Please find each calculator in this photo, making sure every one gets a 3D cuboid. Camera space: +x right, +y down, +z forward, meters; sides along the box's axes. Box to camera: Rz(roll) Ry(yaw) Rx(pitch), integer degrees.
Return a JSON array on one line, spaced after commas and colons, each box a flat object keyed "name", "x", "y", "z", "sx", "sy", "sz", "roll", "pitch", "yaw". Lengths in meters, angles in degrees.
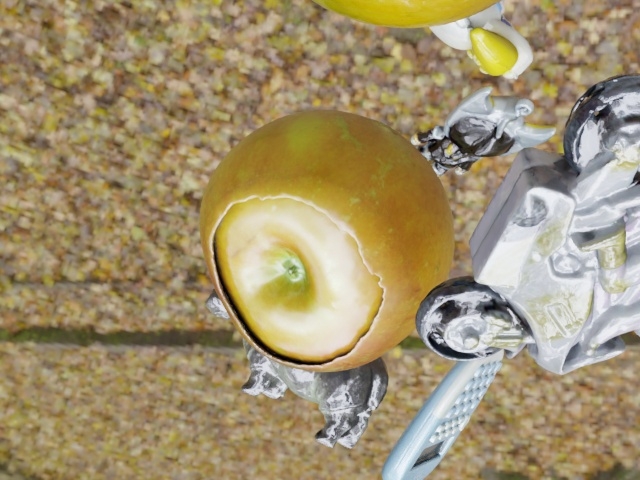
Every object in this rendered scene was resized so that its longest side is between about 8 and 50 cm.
[{"name": "calculator", "x": 0.167, "y": 0.267, "z": 1.362, "sx": 0.042, "sy": 0.303, "sz": 0.188, "roll": 38, "pitch": -167, "yaw": 22}]

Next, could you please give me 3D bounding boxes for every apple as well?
[{"name": "apple", "x": 0.000, "y": 0.000, "z": 0.856, "sx": 0.237, "sy": 0.237, "sz": 0.207, "roll": -15, "pitch": -175, "yaw": 39}]

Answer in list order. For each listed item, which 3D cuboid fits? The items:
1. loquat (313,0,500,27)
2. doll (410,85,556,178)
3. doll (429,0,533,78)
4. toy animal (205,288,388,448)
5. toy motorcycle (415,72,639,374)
[{"name": "loquat", "x": 0.076, "y": -0.232, "z": 0.593, "sx": 0.246, "sy": 0.213, "sz": 0.213, "roll": 11, "pitch": 153, "yaw": 15}, {"name": "doll", "x": 0.271, "y": -0.182, "z": 1.677, "sx": 0.145, "sy": 0.103, "sz": 0.316, "roll": 50, "pitch": 147, "yaw": -6}, {"name": "doll", "x": 0.220, "y": -0.343, "z": 1.430, "sx": 0.111, "sy": 0.237, "sz": 0.252, "roll": -38, "pitch": 103, "yaw": 23}, {"name": "toy animal", "x": -0.053, "y": 0.139, "z": 1.340, "sx": 0.343, "sy": 0.168, "sz": 0.106, "roll": 45, "pitch": -171, "yaw": 25}, {"name": "toy motorcycle", "x": 0.164, "y": 0.010, "z": 0.558, "sx": 0.152, "sy": 0.073, "sz": 0.225, "roll": 20, "pitch": 128, "yaw": -15}]
